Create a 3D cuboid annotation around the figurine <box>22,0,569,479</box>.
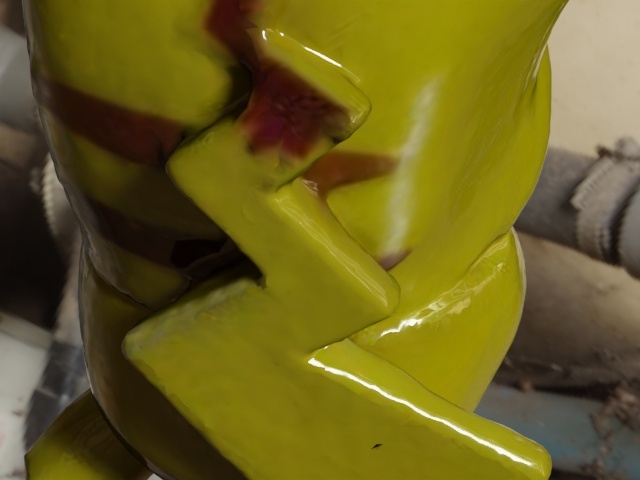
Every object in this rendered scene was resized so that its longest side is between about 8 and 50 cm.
[{"bbox_3d":[0.000,-0.006,0.498,0.218,0.326,0.169,20,46,23],"label":"figurine"}]
